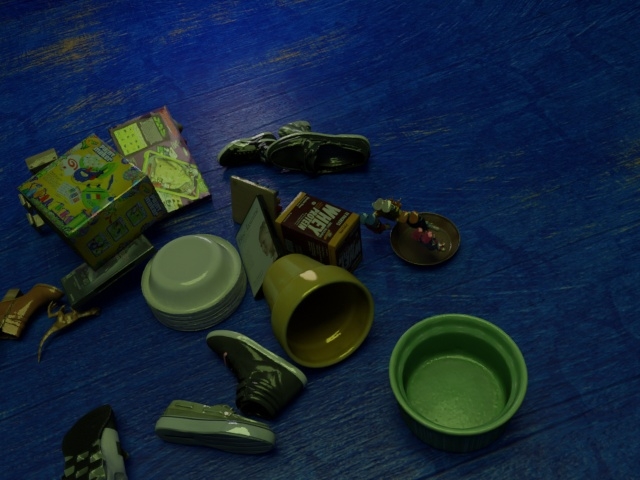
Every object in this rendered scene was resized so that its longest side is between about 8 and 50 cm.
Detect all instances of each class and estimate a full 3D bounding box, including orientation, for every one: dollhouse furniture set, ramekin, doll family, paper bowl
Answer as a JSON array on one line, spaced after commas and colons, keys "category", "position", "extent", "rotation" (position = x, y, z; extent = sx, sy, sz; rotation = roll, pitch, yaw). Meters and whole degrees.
[{"category": "dollhouse furniture set", "position": [-0.859, -0.152, 2.127], "extent": [0.212, 0.161, 0.242], "rotation": [-25, 72, -12]}, {"category": "ramekin", "position": [0.311, 0.334, 1.488], "extent": [0.303, 0.148, 0.303], "rotation": [-5, 49, 5]}, {"category": "doll family", "position": [0.238, -0.056, 1.793], "extent": [0.263, 0.163, 0.118], "rotation": [19, 87, 23]}, {"category": "paper bowl", "position": [-0.357, 0.098, 1.798], "extent": [0.284, 0.148, 0.284], "rotation": [-5, 49, 6]}]

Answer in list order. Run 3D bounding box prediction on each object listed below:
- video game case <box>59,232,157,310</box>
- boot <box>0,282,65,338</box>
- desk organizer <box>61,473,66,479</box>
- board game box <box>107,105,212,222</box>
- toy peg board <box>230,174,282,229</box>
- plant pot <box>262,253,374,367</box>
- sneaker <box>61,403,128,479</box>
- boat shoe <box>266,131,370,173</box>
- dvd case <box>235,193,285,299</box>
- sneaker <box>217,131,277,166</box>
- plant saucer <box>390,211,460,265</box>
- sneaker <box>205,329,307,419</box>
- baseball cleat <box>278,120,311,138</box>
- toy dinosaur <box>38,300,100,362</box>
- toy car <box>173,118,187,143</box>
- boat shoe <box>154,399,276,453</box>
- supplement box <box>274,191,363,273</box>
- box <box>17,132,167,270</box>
[{"category": "video game case", "position": [-0.618, 0.074, 1.873], "extent": [0.274, 0.026, 0.196], "rotation": [-39, 33, -13]}, {"category": "boot", "position": [-0.829, 0.205, 1.828], "extent": [0.197, 0.073, 0.152], "rotation": [-9, 47, 16]}, {"category": "desk organizer", "position": [-0.562, 0.585, 1.467], "extent": [0.047, 0.050, 0.130], "rotation": [-21, 49, -10]}, {"category": "board game box", "position": [-0.518, -0.248, 2.085], "extent": [0.208, 0.056, 0.346], "rotation": [-26, 79, -9]}, {"category": "toy peg board", "position": [-0.184, -0.117, 1.959], "extent": [0.161, 0.160, 0.079], "rotation": [22, 40, 25]}, {"category": "plant pot", "position": [-0.029, 0.157, 1.649], "extent": [0.254, 0.254, 0.239], "rotation": [-28, 35, -16]}, {"category": "sneaker", "position": [-0.511, 0.515, 1.487], "extent": [0.122, 0.146, 0.330], "rotation": [-26, 25, -2]}, {"category": "boat shoe", "position": [-0.006, -0.268, 2.076], "extent": [0.340, 0.127, 0.113], "rotation": [1, 37, -3]}, {"category": "dvd case", "position": [-0.176, 0.015, 1.832], "extent": [0.022, 0.180, 0.253], "rotation": [7, 41, -30]}, {"category": "sneaker", "position": [-0.227, -0.286, 2.155], "extent": [0.217, 0.079, 0.121], "rotation": [-27, 49, -17]}, {"category": "plant saucer", "position": [0.299, 0.002, 1.853], "extent": [0.199, 0.036, 0.198], "rotation": [-4, 48, 4]}, {"category": "sneaker", "position": [-0.193, 0.331, 1.594], "extent": [0.296, 0.104, 0.147], "rotation": [24, 51, 21]}, {"category": "baseball cleat", "position": [-0.043, -0.361, 2.200], "extent": [0.206, 0.072, 0.109], "rotation": [26, 51, 23]}, {"category": "toy dinosaur", "position": [-0.721, 0.227, 1.795], "extent": [0.211, 0.064, 0.112], "rotation": [-35, 54, -20]}, {"category": "toy car", "position": [-0.548, -0.329, 2.218], "extent": [0.182, 0.159, 0.136], "rotation": [-21, 87, -13]}, {"category": "boat shoe", "position": [-0.244, 0.430, 1.519], "extent": [0.302, 0.109, 0.094], "rotation": [3, 48, 15]}, {"category": "supplement box", "position": [0.000, 0.000, 1.797], "extent": [0.194, 0.191, 0.129], "rotation": [24, 56, 25]}, {"category": "box", "position": [-0.666, -0.119, 1.900], "extent": [0.290, 0.177, 0.279], "rotation": [36, 68, 30]}]
